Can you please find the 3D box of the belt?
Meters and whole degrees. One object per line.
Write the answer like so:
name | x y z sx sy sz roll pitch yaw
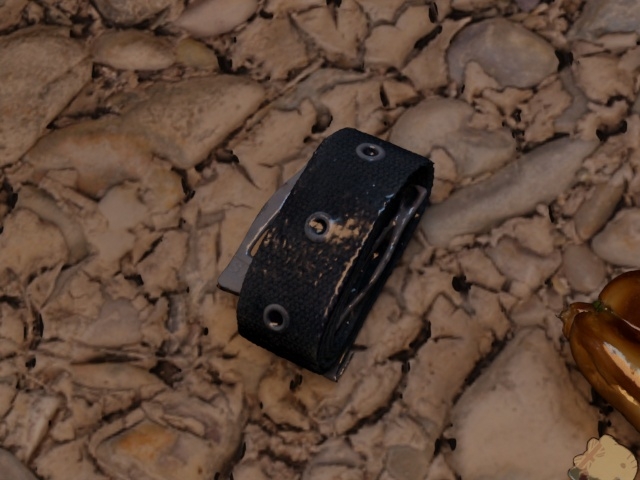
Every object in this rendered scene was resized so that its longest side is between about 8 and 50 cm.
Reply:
belt | 0.001 0.000 1.231 0.128 0.122 0.218 27 81 22

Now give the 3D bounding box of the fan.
fan | 0.252 0.204 1.174 0.083 0.004 0.056 40 84 21

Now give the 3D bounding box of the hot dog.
hot dog | 0.339 0.145 1.126 0.337 0.100 0.135 38 76 19
